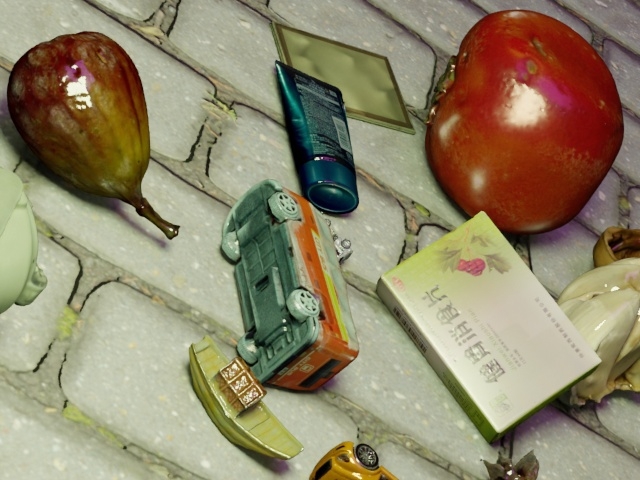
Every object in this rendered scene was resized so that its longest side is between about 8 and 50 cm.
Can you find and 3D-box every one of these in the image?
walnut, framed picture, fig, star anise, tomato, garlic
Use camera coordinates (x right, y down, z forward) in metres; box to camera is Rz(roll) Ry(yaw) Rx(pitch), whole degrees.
[{"bbox_3d":[0.498,0.062,2.218,0.211,0.087,0.167,1,46,-44],"label":"walnut"},{"bbox_3d":[0.036,-0.249,2.183,0.231,0.010,0.173,13,45,-33],"label":"framed picture"},{"bbox_3d":[-0.255,-0.113,1.684,0.274,0.146,0.170,58,28,-4],"label":"fig"},{"bbox_3d":[0.251,0.306,1.772,0.124,0.056,0.129,37,37,-5],"label":"star anise"},{"bbox_3d":[0.303,-0.175,2.130,0.290,0.293,0.325,24,29,-4],"label":"tomato"},{"bbox_3d":[0.426,0.110,2.018,0.281,0.203,0.184,6,32,-34],"label":"garlic"}]

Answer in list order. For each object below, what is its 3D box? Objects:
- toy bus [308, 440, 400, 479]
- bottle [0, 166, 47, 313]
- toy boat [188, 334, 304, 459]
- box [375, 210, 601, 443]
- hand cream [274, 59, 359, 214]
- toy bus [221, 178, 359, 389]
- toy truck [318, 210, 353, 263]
[{"bbox_3d":[0.072,0.315,1.580,0.194,0.083,0.088,39,37,-4],"label":"toy bus"},{"bbox_3d":[-0.418,0.014,1.353,0.352,0.229,0.229,-1,54,-47],"label":"bottle"},{"bbox_3d":[-0.087,0.180,1.591,0.172,0.066,0.065,51,34,11],"label":"toy boat"},{"bbox_3d":[0.218,0.111,1.867,0.175,0.062,0.260,-32,74,-17],"label":"box"},{"bbox_3d":[0.000,-0.153,2.013,0.120,0.061,0.270,20,40,-28],"label":"hand cream"},{"bbox_3d":[-0.037,0.054,1.730,0.120,0.121,0.265,23,39,-37],"label":"toy bus"},{"bbox_3d":[0.000,0.000,1.877,0.083,0.039,0.044,45,53,7],"label":"toy truck"}]
